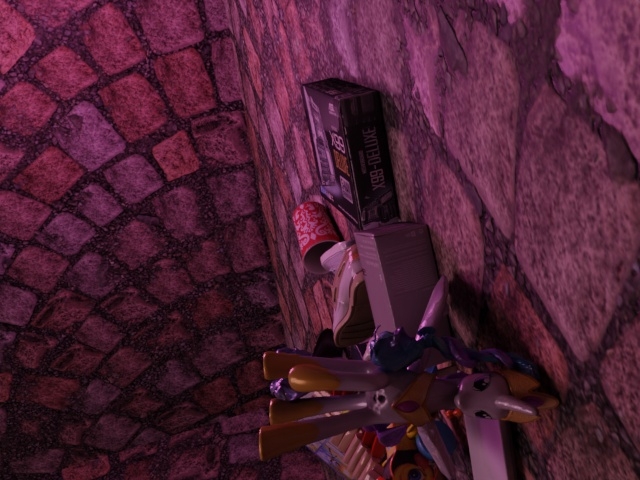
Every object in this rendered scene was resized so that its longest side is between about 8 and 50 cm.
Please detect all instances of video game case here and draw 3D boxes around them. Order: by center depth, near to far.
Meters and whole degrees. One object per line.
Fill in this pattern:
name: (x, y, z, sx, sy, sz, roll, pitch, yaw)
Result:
video game case: (0.034, 0.474, 1.982, 0.269, 0.061, 0.244, 39, 138, 7)

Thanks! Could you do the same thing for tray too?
tray: (0.268, 0.341, 1.192, 0.145, 0.030, 0.271, -134, 31, -69)

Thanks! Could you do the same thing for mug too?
mug: (-0.010, 0.000, 1.993, 0.169, 0.113, 0.150, -111, 13, -45)

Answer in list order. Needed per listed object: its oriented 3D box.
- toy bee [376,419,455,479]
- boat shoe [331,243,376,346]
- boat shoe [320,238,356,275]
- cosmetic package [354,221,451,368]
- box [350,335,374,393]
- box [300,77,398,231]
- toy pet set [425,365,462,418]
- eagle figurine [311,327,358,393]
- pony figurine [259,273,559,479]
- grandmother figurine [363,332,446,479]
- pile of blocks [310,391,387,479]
toy bee: (0.157, 0.372, 1.350, 0.298, 0.162, 0.195, -122, 33, -51)
boat shoe: (0.081, 0.124, 1.703, 0.302, 0.113, 0.103, 105, 151, -51)
boat shoe: (0.053, 0.058, 1.809, 0.227, 0.079, 0.081, 126, 133, -73)
cosmetic package: (0.141, 0.092, 1.314, 0.127, 0.107, 0.238, -172, 71, -76)
box: (0.136, 0.344, 1.838, 0.233, 0.059, 0.183, -117, 15, -49)
box: (0.050, -0.175, 1.488, 0.307, 0.076, 0.243, -130, 27, -68)
toy pet set: (0.198, 0.254, 1.341, 0.114, 0.065, 0.122, 123, 130, -77)
eagle figurine: (0.020, 0.420, 2.241, 0.225, 0.226, 0.298, 57, 175, -30)
pony figurine: (0.106, 0.206, 1.073, 0.351, 0.363, 0.303, 95, 172, -89)
grandmother figurine: (0.168, 0.349, 1.578, 0.208, 0.104, 0.343, 115, 141, -80)
pile of blocks: (0.106, 0.413, 1.663, 0.362, 0.148, 0.113, 60, 137, 43)
